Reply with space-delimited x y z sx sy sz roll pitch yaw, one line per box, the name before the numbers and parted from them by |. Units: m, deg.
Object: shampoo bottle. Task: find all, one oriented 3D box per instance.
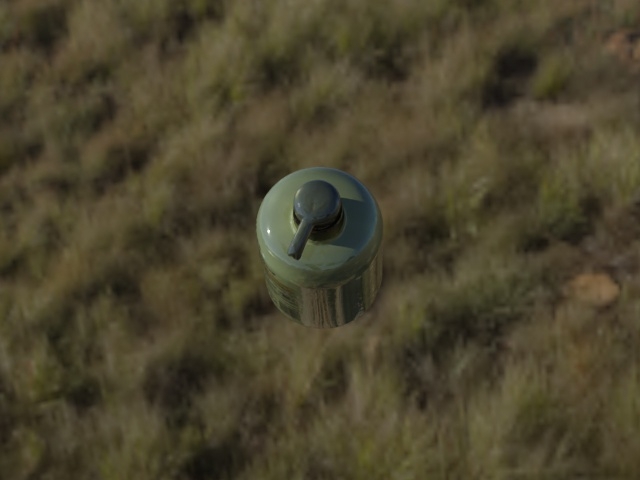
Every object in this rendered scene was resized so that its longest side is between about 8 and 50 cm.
shampoo bottle | 0.000 0.000 0.977 0.079 0.162 0.079 0 72 1
